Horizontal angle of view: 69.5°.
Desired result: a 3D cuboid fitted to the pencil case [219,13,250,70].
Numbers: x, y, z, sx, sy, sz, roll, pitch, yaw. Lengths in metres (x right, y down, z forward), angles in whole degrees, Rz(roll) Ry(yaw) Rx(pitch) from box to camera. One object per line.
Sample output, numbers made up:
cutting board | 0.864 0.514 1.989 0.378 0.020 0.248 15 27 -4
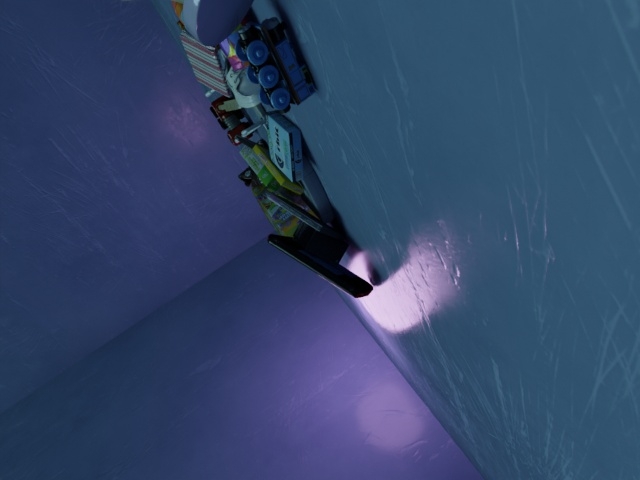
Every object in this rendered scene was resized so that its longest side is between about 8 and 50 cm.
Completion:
pencil case | -0.207 -0.502 1.021 0.236 0.104 0.104 62 171 -31

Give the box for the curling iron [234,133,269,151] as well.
curling iron | -0.187 -0.295 1.637 0.274 0.068 0.035 30 -152 -32

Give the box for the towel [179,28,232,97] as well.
towel | -0.345 -0.537 1.413 0.144 0.029 0.197 33 160 18

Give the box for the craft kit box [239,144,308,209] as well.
craft kit box | -0.169 -0.248 1.794 0.246 0.061 0.250 23 -159 -49

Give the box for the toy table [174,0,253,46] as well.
toy table | -0.198 -0.443 0.728 0.160 0.252 0.274 40 165 -8

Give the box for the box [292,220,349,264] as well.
box | 0.000 0.000 1.743 0.155 0.093 0.158 26 -171 -27

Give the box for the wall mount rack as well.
wall mount rack | -0.303 -0.486 1.659 0.350 0.130 0.304 58 173 -14

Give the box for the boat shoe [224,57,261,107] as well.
boat shoe | -0.227 -0.466 1.329 0.277 0.098 0.096 51 173 48

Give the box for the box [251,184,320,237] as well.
box | -0.131 -0.108 2.062 0.279 0.177 0.290 52 172 36

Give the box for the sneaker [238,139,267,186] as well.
sneaker | -0.295 -0.334 2.041 0.281 0.162 0.106 -110 -7 -47

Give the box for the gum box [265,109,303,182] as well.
gum box | -0.110 -0.286 1.391 0.184 0.041 0.157 48 149 47

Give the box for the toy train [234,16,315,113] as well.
toy train | -0.088 -0.338 0.891 0.080 0.105 0.184 36 161 47

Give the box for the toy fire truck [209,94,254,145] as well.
toy fire truck | -0.377 -0.536 2.020 0.217 0.158 0.246 58 -176 -17

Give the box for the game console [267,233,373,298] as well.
game console | 0.011 0.091 1.700 0.386 0.060 0.342 31 -179 14

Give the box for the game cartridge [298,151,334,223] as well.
game cartridge | -0.049 -0.197 1.568 0.198 0.062 0.297 55 175 48

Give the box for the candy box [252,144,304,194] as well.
candy box | -0.140 -0.236 1.525 0.105 0.027 0.206 17 -151 -52

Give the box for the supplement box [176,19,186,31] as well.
supplement box | -0.451 -0.755 1.614 0.043 0.083 0.055 48 170 50

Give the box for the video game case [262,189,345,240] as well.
video game case | -0.056 -0.088 1.635 0.274 0.026 0.196 34 -173 27

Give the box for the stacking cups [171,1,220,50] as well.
stacking cups | -0.413 -0.713 1.487 0.316 0.096 0.096 51 172 35
